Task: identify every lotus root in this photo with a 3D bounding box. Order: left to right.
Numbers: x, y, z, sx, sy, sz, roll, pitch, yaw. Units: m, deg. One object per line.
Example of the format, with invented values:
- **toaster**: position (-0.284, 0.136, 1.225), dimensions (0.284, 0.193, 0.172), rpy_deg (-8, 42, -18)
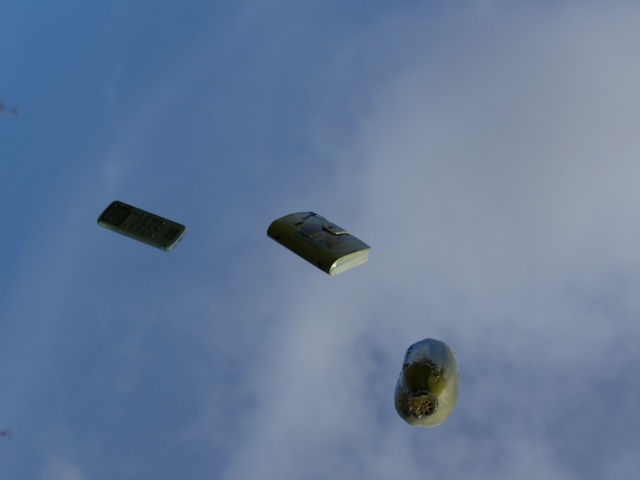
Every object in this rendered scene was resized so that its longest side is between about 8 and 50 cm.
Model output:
- **lotus root**: position (0.134, 0.182, 1.471), dimensions (0.183, 0.077, 0.090), rpy_deg (-66, 171, -75)

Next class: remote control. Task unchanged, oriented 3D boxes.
- **remote control**: position (-0.249, -0.020, 1.651), dimensions (0.124, 0.017, 0.053), rpy_deg (21, -131, 18)

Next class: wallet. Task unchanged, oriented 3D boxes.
- **wallet**: position (0.000, 0.000, 2.009), dimensions (0.155, 0.110, 0.039), rpy_deg (32, -54, 33)
